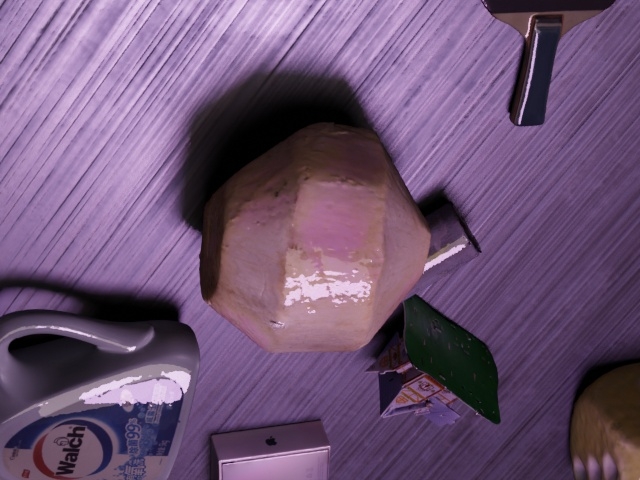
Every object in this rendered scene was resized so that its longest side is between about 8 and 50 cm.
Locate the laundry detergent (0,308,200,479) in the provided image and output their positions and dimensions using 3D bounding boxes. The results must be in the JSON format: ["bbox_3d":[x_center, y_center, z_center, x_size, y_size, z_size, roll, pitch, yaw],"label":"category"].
[{"bbox_3d":[-0.280,0.161,1.726,0.281,0.105,0.214,7,123,-19],"label":"laundry detergent"}]

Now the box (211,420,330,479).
[{"bbox_3d":[-0.058,0.278,1.910,0.129,0.051,0.130,-6,125,-12],"label":"box"}]

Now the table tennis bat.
[{"bbox_3d":[0.229,-0.247,1.636,0.173,0.022,0.301,-4,125,-15],"label":"table tennis bat"}]

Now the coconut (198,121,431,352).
[{"bbox_3d":[0.000,0.000,1.636,0.237,0.197,0.236,-5,121,-8],"label":"coconut"}]

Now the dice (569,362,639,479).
[{"bbox_3d":[0.397,0.252,1.953,0.169,0.169,0.166,-6,125,-12],"label":"dice"}]

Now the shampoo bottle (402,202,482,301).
[{"bbox_3d":[0.064,0.041,1.765,0.214,0.072,0.072,-31,127,7],"label":"shampoo bottle"}]

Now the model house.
[{"bbox_3d":[0.114,0.147,1.843,0.088,0.117,0.167,-33,130,29],"label":"model house"}]
